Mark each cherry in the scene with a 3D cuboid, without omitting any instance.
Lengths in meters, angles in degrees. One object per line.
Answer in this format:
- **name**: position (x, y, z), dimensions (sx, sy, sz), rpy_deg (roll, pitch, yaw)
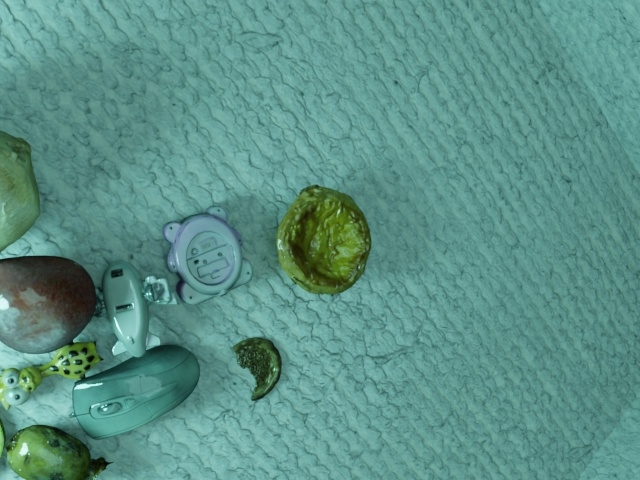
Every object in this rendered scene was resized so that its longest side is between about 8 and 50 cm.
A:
- **cherry**: position (-0.693, 0.149, 1.673), dimensions (0.261, 0.221, 0.307), rpy_deg (-38, 138, 0)

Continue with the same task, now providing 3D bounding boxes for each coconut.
- **coconut**: position (-0.821, -0.116, 1.550), dimensions (0.346, 0.346, 0.360), rpy_deg (45, 76, -22)

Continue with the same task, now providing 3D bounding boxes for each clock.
- **clock**: position (-0.325, 0.040, 1.940), dimensions (0.228, 0.090, 0.247), rpy_deg (-23, 102, -23)

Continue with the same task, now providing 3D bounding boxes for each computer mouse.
- **computer mouse**: position (-0.500, 0.415, 1.867), dimensions (0.371, 0.122, 0.188), rpy_deg (-20, 102, -20)

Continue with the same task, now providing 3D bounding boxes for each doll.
- **doll**: position (-0.714, 0.341, 1.769), dimensions (0.291, 0.086, 0.117), rpy_deg (-22, 100, -23)

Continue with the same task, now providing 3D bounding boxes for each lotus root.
- **lotus root**: position (-0.676, 0.573, 1.770), dimensions (0.278, 0.154, 0.154), rpy_deg (32, 80, -25)

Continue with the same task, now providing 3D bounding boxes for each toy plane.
- **toy plane**: position (-0.514, 0.183, 1.832), dimensions (0.267, 0.122, 0.266), rpy_deg (0, 93, -5)

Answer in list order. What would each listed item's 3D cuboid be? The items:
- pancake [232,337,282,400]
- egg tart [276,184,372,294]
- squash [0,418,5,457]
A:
- **pancake**: position (-0.199, 0.382, 2.063), dimensions (0.190, 0.020, 0.184), rpy_deg (35, 80, -24)
- **egg tart**: position (0.003, 0.003, 2.076), dimensions (0.341, 0.129, 0.341), rpy_deg (-1, 93, -26)
- **squash**: position (-0.920, 0.503, 1.699), dimensions (0.252, 0.049, 0.252), rpy_deg (-1, 92, -26)
